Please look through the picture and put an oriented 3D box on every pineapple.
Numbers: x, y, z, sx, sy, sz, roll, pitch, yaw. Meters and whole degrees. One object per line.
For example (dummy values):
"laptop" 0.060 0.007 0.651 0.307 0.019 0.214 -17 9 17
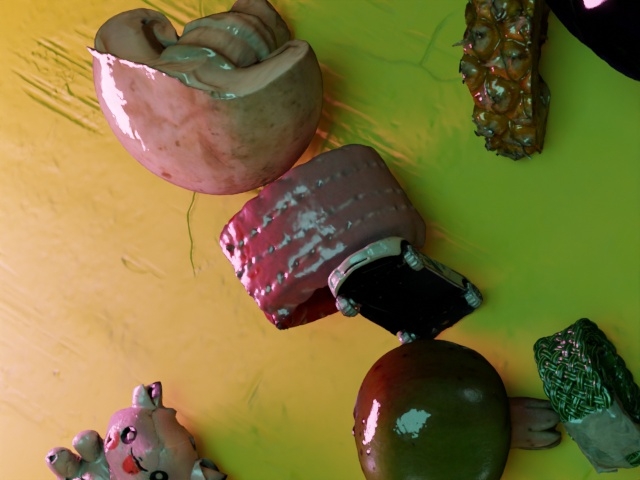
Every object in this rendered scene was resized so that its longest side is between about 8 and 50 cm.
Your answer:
"pineapple" 0.186 -0.195 1.706 0.079 0.135 0.233 -1 87 26

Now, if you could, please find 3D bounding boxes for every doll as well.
"doll" -0.208 0.253 1.914 0.192 0.095 0.149 -32 81 20

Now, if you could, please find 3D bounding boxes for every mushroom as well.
"mushroom" -0.112 -0.148 1.846 0.253 0.195 0.189 17 129 20

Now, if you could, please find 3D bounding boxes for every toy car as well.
"toy car" 0.082 0.047 1.716 0.095 0.205 0.056 -36 53 19

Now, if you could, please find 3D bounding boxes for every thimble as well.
"thimble" 0.006 -0.003 1.775 0.189 0.163 0.125 -32 74 7

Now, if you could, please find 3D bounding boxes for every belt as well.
"belt" 0.258 0.154 1.667 0.079 0.121 0.151 -33 79 20

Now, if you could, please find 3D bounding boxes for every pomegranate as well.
"pomegranate" 0.136 0.186 1.713 0.209 0.180 0.180 1 89 -2

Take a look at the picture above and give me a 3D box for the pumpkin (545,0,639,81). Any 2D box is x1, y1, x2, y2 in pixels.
"pumpkin" 0.356 -0.311 1.531 0.363 0.266 0.363 -19 61 39
